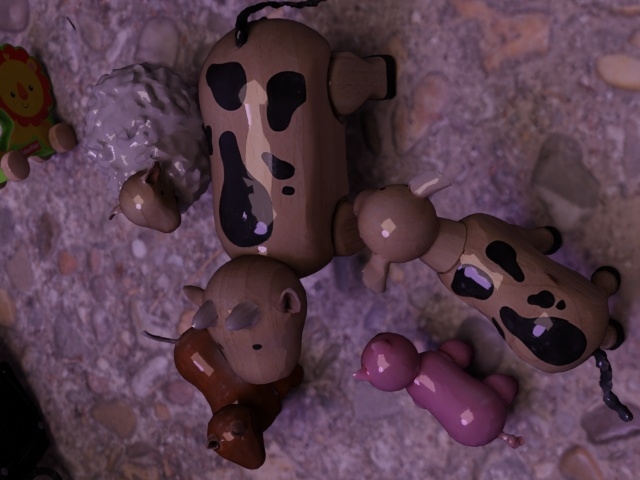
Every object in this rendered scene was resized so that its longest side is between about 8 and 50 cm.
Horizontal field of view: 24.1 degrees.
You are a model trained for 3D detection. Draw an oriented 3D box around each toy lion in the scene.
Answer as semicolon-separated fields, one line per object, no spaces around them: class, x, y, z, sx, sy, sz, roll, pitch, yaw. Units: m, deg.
toy lion;-0.231;-0.097;1.119;0.034;0.100;0.096;-19;104;31

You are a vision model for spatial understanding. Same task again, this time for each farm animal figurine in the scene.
farm animal figurine;0.000;0.000;0.952;0.330;0.172;0.327;-20;85;29

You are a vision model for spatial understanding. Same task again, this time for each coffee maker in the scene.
coffee maker;-0.315;0.178;1.177;0.178;0.120;0.171;-31;80;29
